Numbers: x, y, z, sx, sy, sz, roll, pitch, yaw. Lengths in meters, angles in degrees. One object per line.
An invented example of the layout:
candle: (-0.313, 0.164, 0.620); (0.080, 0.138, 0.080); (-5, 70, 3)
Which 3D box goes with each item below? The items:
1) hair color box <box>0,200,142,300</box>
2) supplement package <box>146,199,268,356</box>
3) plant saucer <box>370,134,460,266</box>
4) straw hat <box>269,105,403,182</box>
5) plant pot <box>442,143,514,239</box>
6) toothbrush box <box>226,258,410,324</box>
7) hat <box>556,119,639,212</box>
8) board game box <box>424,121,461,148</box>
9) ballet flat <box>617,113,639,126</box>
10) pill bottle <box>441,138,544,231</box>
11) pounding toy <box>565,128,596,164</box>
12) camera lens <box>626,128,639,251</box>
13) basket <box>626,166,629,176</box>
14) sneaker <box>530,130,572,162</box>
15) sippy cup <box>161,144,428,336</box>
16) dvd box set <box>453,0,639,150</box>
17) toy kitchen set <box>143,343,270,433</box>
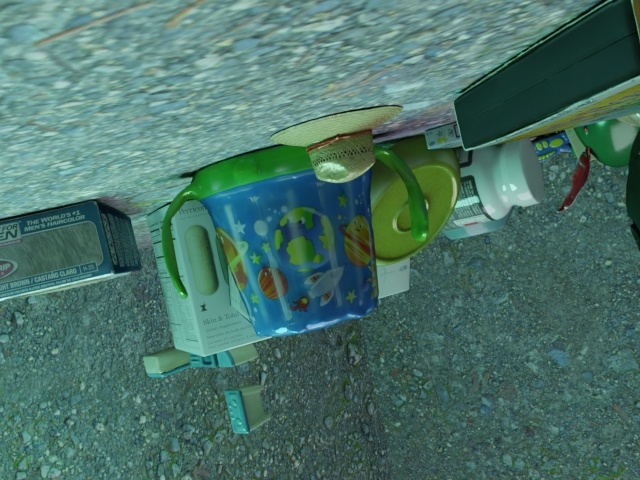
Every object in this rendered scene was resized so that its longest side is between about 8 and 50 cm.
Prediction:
hair color box: (-0.382, 0.020, 1.074); (0.174, 0.105, 0.347); (-13, 180, -8)
supplement package: (-0.177, 0.054, 1.308); (0.199, 0.262, 0.198); (-13, -178, -25)
plant saucer: (0.132, -0.048, 1.103); (0.241, 0.241, 0.037); (-13, -138, -33)
straw hat: (0.023, -0.093, 0.749); (0.145, 0.061, 0.144); (-13, -179, 0)
plant pot: (0.363, -0.111, 1.749); (0.290, 0.195, 0.290); (-13, 180, 0)
toothbrush box: (0.000, 0.000, 1.182); (0.296, 0.216, 0.126); (-14, -156, -27)
hat: (0.429, -0.111, 1.033); (0.173, 0.183, 0.208); (-3, -165, 18)
board game box: (0.238, -0.162, 1.007); (0.154, 0.026, 0.103); (-13, 180, 31)
ballet flat: (0.496, -0.189, 0.874); (0.316, 0.107, 0.106); (-3, -177, -12)
pill bottle: (0.283, -0.107, 1.409); (0.279, 0.162, 0.162); (-12, -179, 32)
pounding toy: (0.480, -0.195, 1.249); (0.141, 0.100, 0.130); (-25, 175, 29)
camera lens: (0.424, -0.040, 0.604); (0.274, 0.219, 0.219); (-14, 180, 3)
basket: (0.676, -0.152, 1.184); (0.289, 0.201, 0.254); (-1, 130, -33)
sneaker: (0.547, -0.227, 1.650); (0.188, 0.067, 0.078); (-15, -158, -7)
sippy cup: (-0.027, 0.000, 0.921); (0.306, 0.224, 0.240); (-13, -179, 24)
dvd box set: (0.368, -0.171, 0.630); (0.421, 0.062, 0.307); (-13, 180, -12)
toy kitchen set: (-0.218, 0.281, 1.358); (0.122, 0.166, 0.207); (-13, -178, -44)
